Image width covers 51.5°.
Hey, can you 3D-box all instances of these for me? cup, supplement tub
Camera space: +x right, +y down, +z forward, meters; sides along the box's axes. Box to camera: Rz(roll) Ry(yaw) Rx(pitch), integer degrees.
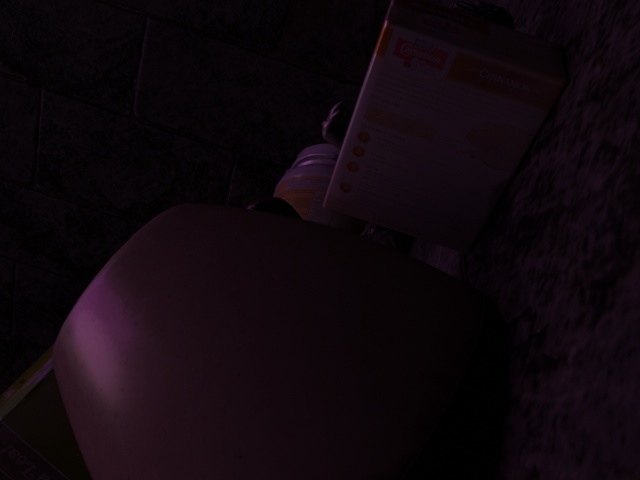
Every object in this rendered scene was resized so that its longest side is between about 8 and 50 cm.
[{"bbox_3d":[-0.064,0.105,0.531,0.331,0.237,0.331,-53,-4,-5],"label":"cup"},{"bbox_3d":[0.000,0.000,1.318,0.241,0.241,0.331,110,178,-62],"label":"supplement tub"}]

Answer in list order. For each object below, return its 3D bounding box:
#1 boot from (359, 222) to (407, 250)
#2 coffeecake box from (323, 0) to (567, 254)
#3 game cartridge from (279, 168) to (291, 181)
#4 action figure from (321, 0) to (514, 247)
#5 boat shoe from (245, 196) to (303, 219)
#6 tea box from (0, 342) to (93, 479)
[{"bbox_3d":[0.100,-0.024,1.048,0.263,0.091,0.229,-105,32,-69],"label":"boot"},{"bbox_3d":[0.097,-0.093,0.564,0.068,0.142,0.185,-74,3,-48],"label":"coffeecake box"},{"bbox_3d":[-0.003,-0.006,1.538,0.060,0.294,0.196,-11,48,43],"label":"game cartridge"},{"bbox_3d":[0.099,-0.118,0.695,0.164,0.141,0.276,-36,-20,-37],"label":"action figure"},{"bbox_3d":[-0.017,0.097,0.998,0.355,0.132,0.130,68,163,0],"label":"boat shoe"},{"bbox_3d":[-0.249,0.259,0.953,0.323,0.329,0.220,-48,16,-25],"label":"tea box"}]
